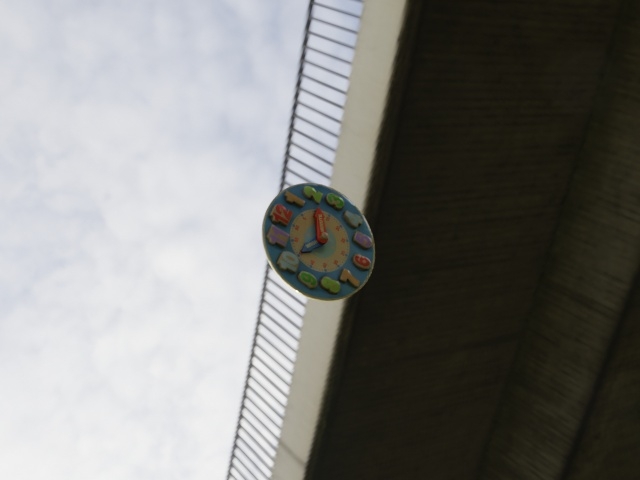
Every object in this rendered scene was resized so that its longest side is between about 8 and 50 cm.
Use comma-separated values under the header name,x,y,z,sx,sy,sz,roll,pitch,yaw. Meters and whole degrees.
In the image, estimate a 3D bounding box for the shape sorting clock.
name,x,y,z,sx,sy,sz,roll,pitch,yaw
shape sorting clock,0.000,0.000,1.437,0.206,0.206,0.040,-19,-13,-31
